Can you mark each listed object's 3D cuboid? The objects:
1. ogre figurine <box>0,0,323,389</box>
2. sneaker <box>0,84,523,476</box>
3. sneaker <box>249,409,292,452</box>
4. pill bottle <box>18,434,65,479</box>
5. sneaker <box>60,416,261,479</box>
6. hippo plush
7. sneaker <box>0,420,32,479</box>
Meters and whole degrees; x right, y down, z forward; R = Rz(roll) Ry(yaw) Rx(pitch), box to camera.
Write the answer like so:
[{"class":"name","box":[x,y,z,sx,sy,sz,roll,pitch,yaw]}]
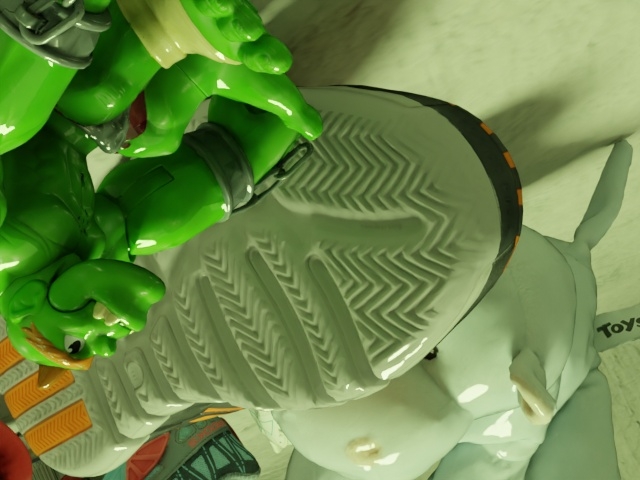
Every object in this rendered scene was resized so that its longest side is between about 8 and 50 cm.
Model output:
[{"class":"ogre figurine","box":[-0.067,-0.027,0.476,0.118,0.097,0.197,-44,-177,0]},{"class":"sneaker","box":[0.000,0.000,0.705,0.180,0.124,0.321,-21,179,-40]},{"class":"sneaker","box":[-0.025,0.125,1.294,0.054,0.061,0.152,-21,166,-11]},{"class":"pill bottle","box":[-0.171,0.215,1.109,0.094,0.169,0.094,-24,168,-5]},{"class":"sneaker","box":[-0.117,0.207,1.020,0.104,0.125,0.262,-36,-158,58]},{"class":"hippo plush","box":[0.095,0.087,0.946,0.294,0.234,0.236,-26,169,5]},{"class":"sneaker","box":[-0.239,0.139,0.850,0.118,0.107,0.279,-35,177,17]}]
